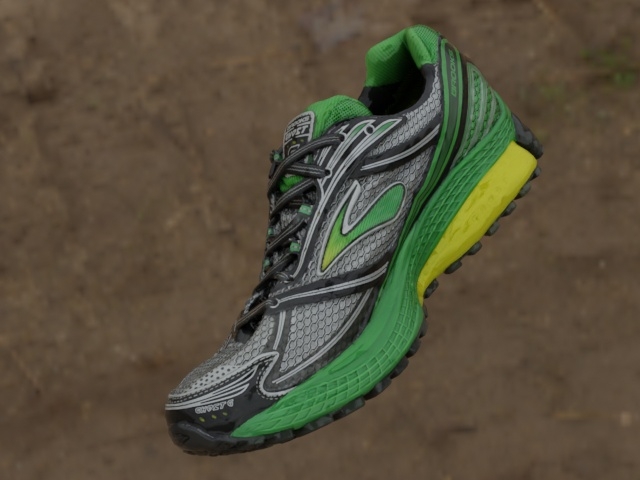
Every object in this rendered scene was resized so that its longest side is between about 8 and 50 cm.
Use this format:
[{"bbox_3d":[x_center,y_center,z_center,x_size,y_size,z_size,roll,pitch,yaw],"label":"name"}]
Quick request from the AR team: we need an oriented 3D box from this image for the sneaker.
[{"bbox_3d":[0.000,0.000,1.243,0.134,0.146,0.343,-12,34,50],"label":"sneaker"}]
